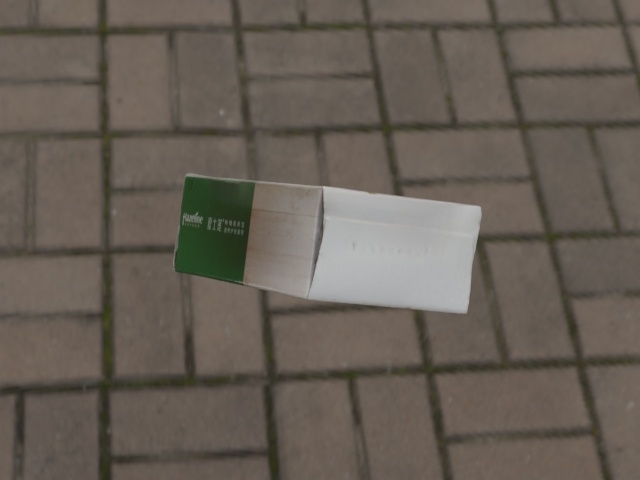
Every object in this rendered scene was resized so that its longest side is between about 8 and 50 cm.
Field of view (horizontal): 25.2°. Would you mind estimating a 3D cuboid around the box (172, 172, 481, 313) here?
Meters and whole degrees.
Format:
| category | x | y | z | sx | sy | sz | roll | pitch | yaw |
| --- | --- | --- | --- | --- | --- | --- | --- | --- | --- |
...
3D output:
| category | x | y | z | sx | sy | sz | roll | pitch | yaw |
| --- | --- | --- | --- | --- | --- | --- | --- | --- | --- |
| box | 0.000 | 0.000 | 1.017 | 0.135 | 0.199 | 0.081 | 7 | 89 | -33 |
